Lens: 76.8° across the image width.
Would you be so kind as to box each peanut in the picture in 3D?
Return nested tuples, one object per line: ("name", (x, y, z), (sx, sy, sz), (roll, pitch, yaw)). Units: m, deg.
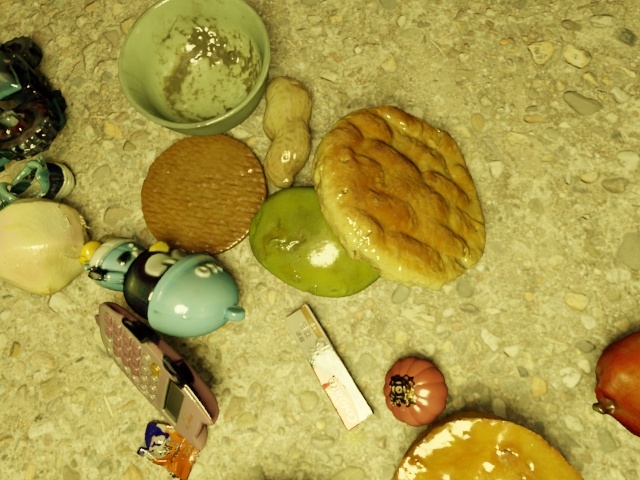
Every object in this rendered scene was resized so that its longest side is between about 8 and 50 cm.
("peanut", (-0.065, -0.212, 0.787), (0.104, 0.086, 0.227), (-9, 76, 33))

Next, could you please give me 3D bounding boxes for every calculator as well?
("calculator", (-0.285, 0.221, 0.690), (0.294, 0.194, 0.043), (39, 45, 13))

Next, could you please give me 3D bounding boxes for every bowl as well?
("bowl", (-0.226, -0.322, 0.801), (0.290, 0.146, 0.289), (-1, 78, 6))

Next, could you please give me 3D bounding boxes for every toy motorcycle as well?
("toy motorcycle", (-0.668, -0.280, 0.829), (0.232, 0.172, 0.416), (-33, 60, -2))

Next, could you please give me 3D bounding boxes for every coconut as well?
("coconut", (-0.521, 0.017, 0.763), (0.171, 0.171, 0.182), (-29, 73, 1))

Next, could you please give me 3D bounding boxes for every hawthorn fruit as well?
("hawthorn fruit", (0.486, 0.209, 0.577), (0.188, 0.169, 0.168), (-15, 76, -4))

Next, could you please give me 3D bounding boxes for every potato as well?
("potato", (0.000, 0.000, 0.695), (0.254, 0.148, 0.186), (4, 61, 3))

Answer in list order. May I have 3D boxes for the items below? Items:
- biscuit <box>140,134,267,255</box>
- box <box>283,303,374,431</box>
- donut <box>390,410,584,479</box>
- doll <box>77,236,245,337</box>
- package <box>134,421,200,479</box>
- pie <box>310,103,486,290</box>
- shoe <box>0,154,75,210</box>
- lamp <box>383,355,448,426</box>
("biscuit", (-0.232, -0.092, 0.807), (0.262, 0.037, 0.261), (-2, 78, 8))
("box", (0.013, 0.217, 0.706), (0.055, 0.039, 0.218), (-31, 76, -1))
("donut", (0.230, 0.384, 0.592), (0.278, 0.108, 0.277), (0, 87, 5))
("doll", (-0.268, 0.073, 0.708), (0.314, 0.177, 0.141), (21, 105, 14))
("package", (-0.268, 0.370, 0.717), (0.111, 0.033, 0.077), (22, 58, -2))
("pie", (0.135, -0.076, 0.655), (0.340, 0.083, 0.339), (13, 61, -25))
("shoe", (-0.611, -0.087, 0.824), (0.091, 0.106, 0.207), (42, 89, 14))
("lamp", (0.153, 0.243, 0.654), (0.108, 0.092, 0.107), (-19, 61, 38))
